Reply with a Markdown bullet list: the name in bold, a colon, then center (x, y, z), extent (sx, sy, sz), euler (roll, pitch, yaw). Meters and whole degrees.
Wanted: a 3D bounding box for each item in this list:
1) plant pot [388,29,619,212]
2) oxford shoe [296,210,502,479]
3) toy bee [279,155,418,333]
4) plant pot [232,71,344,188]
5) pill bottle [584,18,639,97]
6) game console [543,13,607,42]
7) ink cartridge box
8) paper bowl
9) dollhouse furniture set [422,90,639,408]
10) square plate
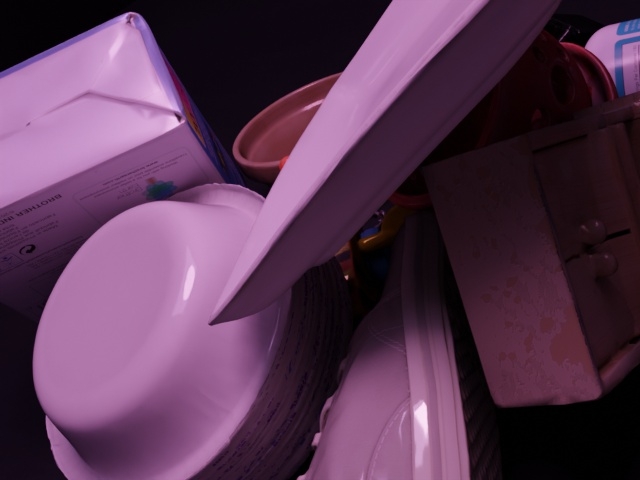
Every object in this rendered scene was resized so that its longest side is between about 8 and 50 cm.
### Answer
- **plant pot**: center (0.157, -0.110, 0.747), extent (0.174, 0.191, 0.191), euler (9, 9, -35)
- **oxford shoe**: center (0.052, 0.135, 0.551), extent (0.130, 0.169, 0.449), euler (-15, 35, 19)
- **toy bee**: center (0.000, 0.000, 0.813), extent (0.195, 0.162, 0.298), euler (-32, 29, -7)
- **plant pot**: center (0.015, -0.119, 1.048), extent (0.237, 0.109, 0.237), euler (-19, 29, 11)
- **pill bottle**: center (0.354, -0.150, 0.788), extent (0.264, 0.146, 0.146), euler (-5, 35, 33)
- **game console**: center (0.341, -0.284, 1.160), extent (0.107, 0.071, 0.122), euler (-52, 24, 15)
- **ink cartridge box**: center (-0.220, -0.026, 0.888), extent (0.270, 0.395, 0.151), euler (-24, 63, 1)
- **paper bowl**: center (-0.125, 0.081, 0.684), extent (0.284, 0.148, 0.284), euler (-23, 50, 30)
- **dollhouse furniture set**: center (0.303, -0.036, 0.452), extent (0.394, 0.362, 0.256), euler (-16, 3, 41)
- **square plate**: center (0.069, -0.133, 0.563), extent (0.344, 0.049, 0.347), euler (-49, 12, 40)
